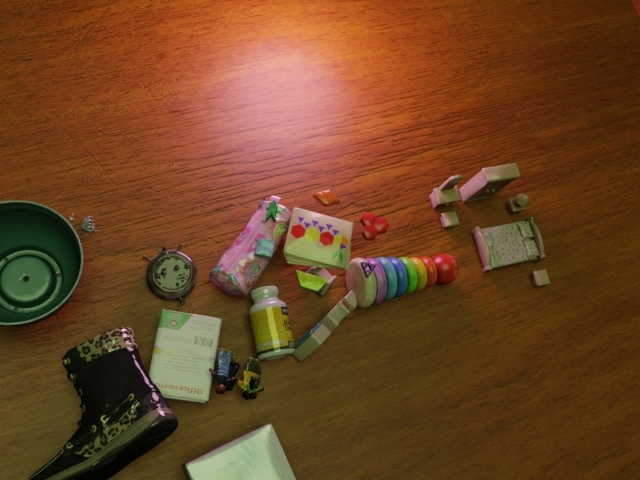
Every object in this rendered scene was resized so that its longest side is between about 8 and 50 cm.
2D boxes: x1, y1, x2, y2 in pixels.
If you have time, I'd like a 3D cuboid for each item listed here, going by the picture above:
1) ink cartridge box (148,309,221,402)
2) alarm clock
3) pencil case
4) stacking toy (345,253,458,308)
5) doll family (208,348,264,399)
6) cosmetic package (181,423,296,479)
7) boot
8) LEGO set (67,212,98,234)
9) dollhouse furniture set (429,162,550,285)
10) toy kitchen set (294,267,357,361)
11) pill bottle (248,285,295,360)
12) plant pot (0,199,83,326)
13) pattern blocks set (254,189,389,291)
[{"bbox_3d":[-0.343,0.295,1.689,0.155,0.093,0.212,11,68,-11],"label":"ink cartridge box"},{"bbox_3d":[-0.381,0.108,1.762,0.129,0.064,0.192,-20,81,-21],"label":"alarm clock"},{"bbox_3d":[-0.180,0.016,1.812,0.124,0.124,0.284,34,67,-2],"label":"pencil case"},{"bbox_3d":[0.244,0.102,1.909,0.331,0.141,0.141,-6,74,-24],"label":"stacking toy"},{"bbox_3d":[-0.208,0.345,1.688,0.193,0.076,0.111,23,60,-31],"label":"doll family"},{"bbox_3d":[-0.183,0.591,1.610,0.225,0.138,0.224,-22,79,-20],"label":"cosmetic package"},{"bbox_3d":[-0.538,0.402,1.568,0.378,0.138,0.284,-33,62,7],"label":"boot"},{"bbox_3d":[-0.622,-0.044,1.764,0.083,0.023,0.054,10,70,-12],"label":"LEGO set"},{"bbox_3d":[0.531,-0.027,1.995,0.304,0.174,0.355,-10,75,-18],"label":"dollhouse furniture set"},{"bbox_3d":[-0.027,0.186,1.821,0.166,0.122,0.207,45,47,3],"label":"toy kitchen set"},{"bbox_3d":[-0.132,0.217,1.767,0.103,0.103,0.184,-8,75,-18],"label":"pill bottle"},{"bbox_3d":[-0.713,0.075,1.605,0.293,0.196,0.292,5,71,-13],"label":"plant pot"},{"bbox_3d":[0.000,0.000,1.786,0.325,0.026,0.285,22,67,-3],"label":"pattern blocks set"}]
